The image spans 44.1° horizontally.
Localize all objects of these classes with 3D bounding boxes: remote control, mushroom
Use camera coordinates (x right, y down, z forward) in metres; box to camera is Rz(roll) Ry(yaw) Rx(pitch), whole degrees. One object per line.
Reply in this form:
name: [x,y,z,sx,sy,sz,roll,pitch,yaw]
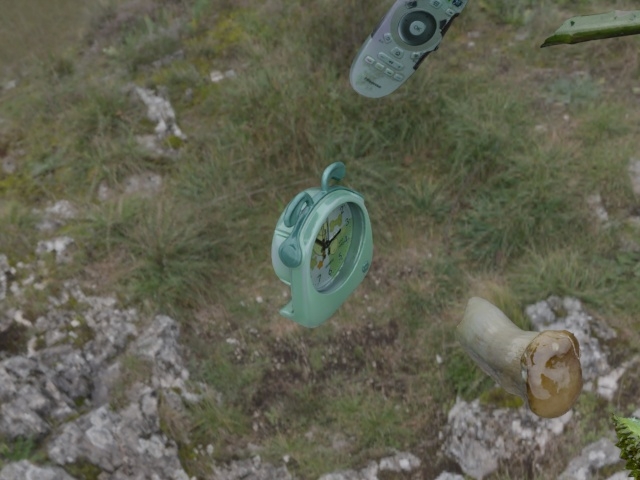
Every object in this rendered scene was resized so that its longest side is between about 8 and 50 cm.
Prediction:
remote control: [0.134,-0.314,1.178,0.256,0.097,0.045,-46,29,33]
mushroom: [0.195,0.108,0.825,0.071,0.084,0.209,-10,15,-15]

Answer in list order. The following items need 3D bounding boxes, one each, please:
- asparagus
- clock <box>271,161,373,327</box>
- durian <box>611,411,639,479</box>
asparagus: [0.312,-0.189,0.682,0.236,0.034,0.027,-1,82,14]
clock: [0.001,0.000,0.958,0.060,0.188,0.148,21,46,31]
durian: [0.317,0.170,0.555,0.215,0.086,0.100,8,52,10]
